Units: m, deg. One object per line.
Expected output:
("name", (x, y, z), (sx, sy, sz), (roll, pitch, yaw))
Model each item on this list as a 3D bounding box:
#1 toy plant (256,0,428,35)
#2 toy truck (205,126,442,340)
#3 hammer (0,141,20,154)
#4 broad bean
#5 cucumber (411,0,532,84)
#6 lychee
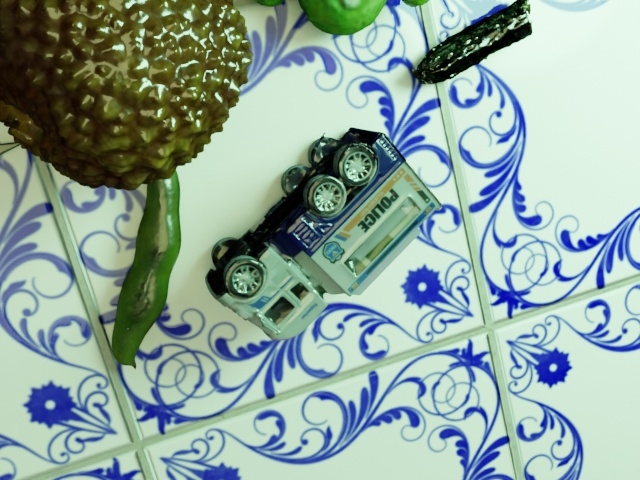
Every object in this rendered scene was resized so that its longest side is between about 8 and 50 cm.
("toy plant", (0.049, -0.389, 0.765), (0.224, 0.184, 0.315), (15, 112, -10))
("toy truck", (0.000, 0.000, 0.829), (0.268, 0.124, 0.155), (-46, 111, -3))
("hammer", (-0.395, -0.187, 0.760), (0.062, 0.013, 0.198), (-18, 104, -9))
("broad bean", (-0.201, 0.016, 0.827), (0.060, 0.043, 0.297), (12, 96, -4))
("cucumber", (0.195, -0.248, 0.867), (0.182, 0.053, 0.053), (-29, 105, -4))
("lychee", (-0.204, -0.186, 0.692), (0.268, 0.267, 0.267), (-2, 101, -13))
